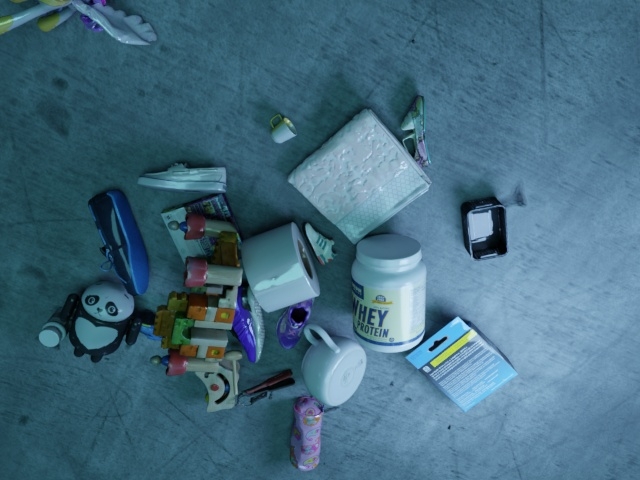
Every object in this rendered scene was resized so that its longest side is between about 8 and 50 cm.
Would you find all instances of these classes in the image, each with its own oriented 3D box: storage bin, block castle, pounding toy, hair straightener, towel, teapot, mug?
[{"bbox_3d":[0.524,-0.037,1.762,0.122,0.084,0.180,-11,114,4],"label":"storage bin"},{"bbox_3d":[-0.389,0.173,1.675,0.213,0.303,0.453,7,125,-19],"label":"block castle"},{"bbox_3d":[-0.366,0.497,1.937,0.154,0.155,0.269,8,113,-9],"label":"pounding toy"},{"bbox_3d":[-0.197,0.551,1.988,0.231,0.047,0.089,-23,115,-15],"label":"hair straightener"},{"bbox_3d":[0.119,-0.184,1.686,0.332,0.053,0.317,-38,108,22],"label":"towel"},{"bbox_3d":[0.022,0.426,1.899,0.253,0.187,0.256,19,93,-53],"label":"teapot"},{"bbox_3d":[-0.115,-0.328,1.648,0.064,0.078,0.062,-32,143,21],"label":"mug"}]

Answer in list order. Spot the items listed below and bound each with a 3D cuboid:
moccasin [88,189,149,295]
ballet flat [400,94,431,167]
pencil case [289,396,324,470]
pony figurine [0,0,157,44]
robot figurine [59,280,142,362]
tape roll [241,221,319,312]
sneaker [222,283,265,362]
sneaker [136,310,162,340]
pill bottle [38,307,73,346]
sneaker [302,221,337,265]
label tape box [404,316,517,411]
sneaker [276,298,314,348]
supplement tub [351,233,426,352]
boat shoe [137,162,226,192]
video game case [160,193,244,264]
[{"bbox_3d":[-0.639,0.012,1.756,0.117,0.138,0.341,-10,99,8],"label":"moccasin"},{"bbox_3d":[0.281,-0.317,1.645,0.079,0.077,0.221,-8,117,6],"label":"ballet flat"},{"bbox_3d":[-0.050,0.718,2.061,0.124,0.124,0.284,4,112,-2],"label":"pencil case"},{"bbox_3d":[-0.614,-0.617,1.387,0.364,0.351,0.302,-7,111,22],"label":"pony figurine"},{"bbox_3d":[-0.724,0.268,1.821,0.209,0.173,0.278,4,121,-47],"label":"robot figurine"},{"bbox_3d":[-0.122,0.084,1.717,0.169,0.246,0.246,-19,112,8],"label":"tape roll"},{"bbox_3d":[-0.273,0.280,1.884,0.146,0.102,0.293,-3,109,5],"label":"sneaker"},{"bbox_3d":[-0.545,0.317,1.912,0.209,0.069,0.082,25,127,-12],"label":"sneaker"},{"bbox_3d":[-0.881,0.291,1.850,0.078,0.137,0.078,0,114,-1],"label":"pill bottle"},{"bbox_3d":[0.000,0.000,1.792,0.075,0.057,0.161,-29,110,-7],"label":"sneaker"},{"bbox_3d":[0.485,0.414,1.942,0.241,0.106,0.334,-42,107,15],"label":"label tape box"},{"bbox_3d":[-0.089,0.280,1.877,0.095,0.104,0.236,17,113,-9],"label":"sneaker"},{"bbox_3d":[0.217,0.165,1.762,0.236,0.235,0.324,-3,113,0],"label":"supplement tub"},{"bbox_3d":[-0.419,-0.195,1.678,0.268,0.096,0.088,2,85,5],"label":"boat shoe"},{"bbox_3d":[-0.368,-0.021,1.776,0.210,0.042,0.232,-18,113,7],"label":"video game case"}]
